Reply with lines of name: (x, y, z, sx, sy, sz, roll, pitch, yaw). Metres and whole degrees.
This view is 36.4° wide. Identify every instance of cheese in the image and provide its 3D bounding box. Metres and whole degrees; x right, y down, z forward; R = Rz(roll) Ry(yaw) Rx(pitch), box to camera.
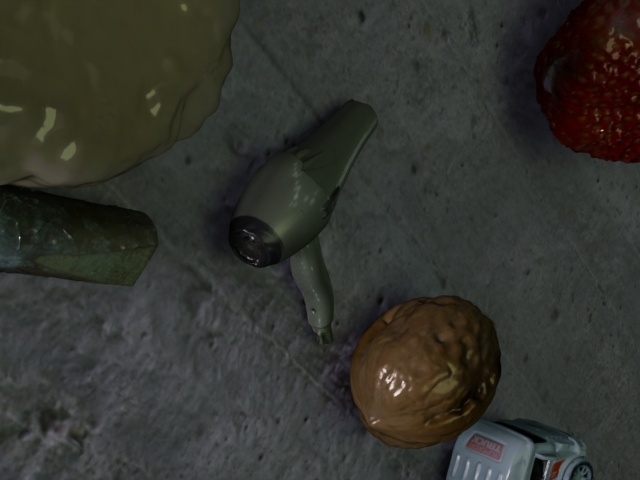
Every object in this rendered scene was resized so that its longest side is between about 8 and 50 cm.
cheese: (-0.190, -0.195, 0.675, 0.318, 0.115, 0.326, -48, 123, -36)

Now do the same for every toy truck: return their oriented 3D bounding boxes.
toy truck: (0.212, 0.372, 1.201, 0.162, 0.136, 0.306, 16, 88, -37)

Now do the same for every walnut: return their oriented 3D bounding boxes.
walnut: (0.109, 0.144, 1.044, 0.184, 0.155, 0.155, -40, 124, -40)

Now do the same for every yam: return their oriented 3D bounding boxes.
yam: (-0.206, -0.003, 0.745, 0.169, 0.068, 0.068, 12, 89, -45)

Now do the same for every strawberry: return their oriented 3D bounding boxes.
strawberry: (0.415, -0.238, 1.212, 0.351, 0.267, 0.312, -15, 139, -27)

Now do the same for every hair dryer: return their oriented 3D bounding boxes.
hair dryer: (0.008, -0.033, 0.967, 0.219, 0.088, 0.225, -64, 147, -21)
